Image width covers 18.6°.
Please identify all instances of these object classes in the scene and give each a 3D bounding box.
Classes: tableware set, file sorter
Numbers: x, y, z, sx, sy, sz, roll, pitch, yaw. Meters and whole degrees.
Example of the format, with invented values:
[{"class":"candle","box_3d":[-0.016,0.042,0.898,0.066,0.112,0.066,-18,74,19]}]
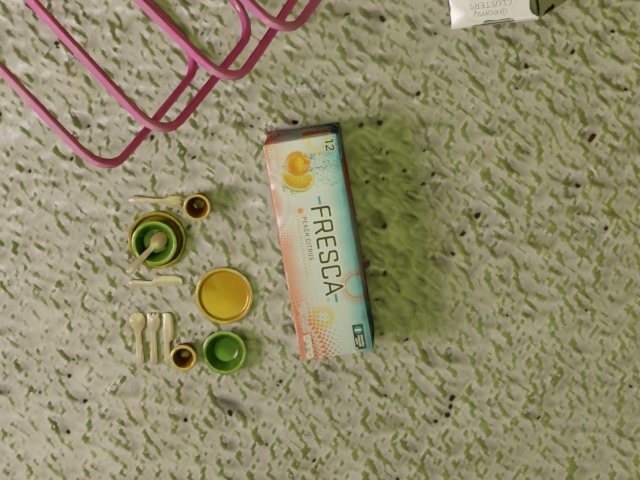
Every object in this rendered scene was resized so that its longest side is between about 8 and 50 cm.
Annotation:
[{"class":"tableware set","box_3d":[-0.108,0.036,1.602,0.104,0.024,0.154,0,102,3]},{"class":"file sorter","box_3d":[-0.095,-0.213,1.405,0.182,0.202,0.290,46,129,-12]}]

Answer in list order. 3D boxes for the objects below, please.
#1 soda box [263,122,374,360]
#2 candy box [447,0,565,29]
[{"class":"soda box","box_3d":[0.000,0.000,1.571,0.063,0.058,0.183,-8,103,5]},{"class":"candy box","box_3d":[0.137,-0.267,1.445,0.070,0.165,0.196,-5,103,21]}]
